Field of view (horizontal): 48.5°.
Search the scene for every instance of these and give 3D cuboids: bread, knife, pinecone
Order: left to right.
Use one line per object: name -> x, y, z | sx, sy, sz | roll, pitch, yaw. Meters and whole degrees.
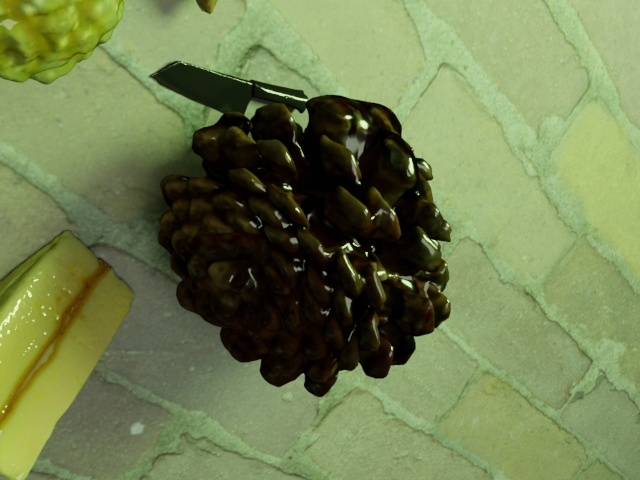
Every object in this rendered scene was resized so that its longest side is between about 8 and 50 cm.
bread -> -0.358, 0.139, 0.905 | 0.264, 0.163, 0.167 | -45, 125, -9
knife -> -0.124, -0.205, 0.992 | 0.231, 0.028, 0.060 | 8, 117, -32
pinecone -> 0.000, 0.000, 0.945 | 0.398, 0.398, 0.397 | -12, 116, -27

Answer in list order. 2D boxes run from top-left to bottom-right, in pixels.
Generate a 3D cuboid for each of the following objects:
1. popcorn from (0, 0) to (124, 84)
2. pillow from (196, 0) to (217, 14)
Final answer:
popcorn -> -0.324, -0.315, 0.674 | 0.274, 0.279, 0.335 | -29, 137, 4
pillow -> -0.101, -0.476, 0.828 | 0.310, 0.119, 0.312 | -38, 126, -8
